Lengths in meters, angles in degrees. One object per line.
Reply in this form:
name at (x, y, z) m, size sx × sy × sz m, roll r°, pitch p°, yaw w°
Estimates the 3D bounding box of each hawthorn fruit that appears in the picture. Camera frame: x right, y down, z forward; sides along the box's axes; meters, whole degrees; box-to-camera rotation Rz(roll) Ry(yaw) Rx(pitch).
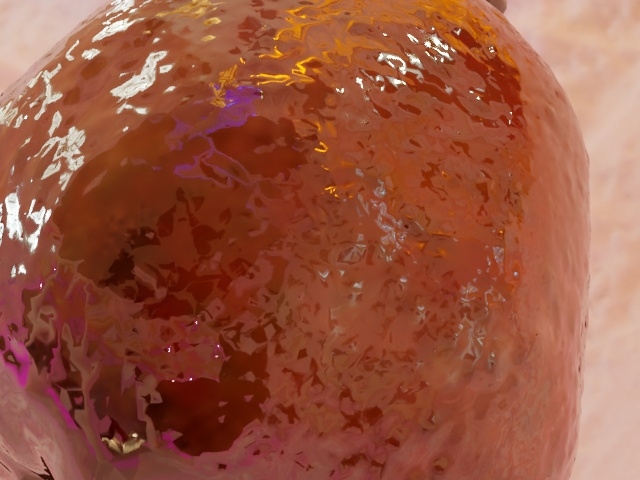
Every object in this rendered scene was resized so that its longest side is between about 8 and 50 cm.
hawthorn fruit at (0.000, 0.000, 0.717) m, size 0.284 × 0.285 × 0.369 m, roll 4°, pitch 42°, yaw 34°
